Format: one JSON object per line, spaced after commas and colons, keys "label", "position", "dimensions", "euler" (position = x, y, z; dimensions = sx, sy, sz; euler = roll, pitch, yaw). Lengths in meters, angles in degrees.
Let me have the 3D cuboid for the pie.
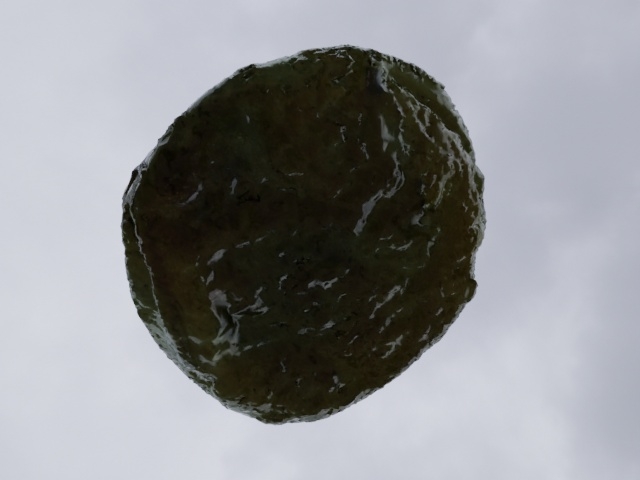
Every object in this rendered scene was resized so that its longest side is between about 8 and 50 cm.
{"label": "pie", "position": [0.000, 0.000, 0.653], "dimensions": [0.277, 0.078, 0.277], "euler": [-7, -68, -18]}
